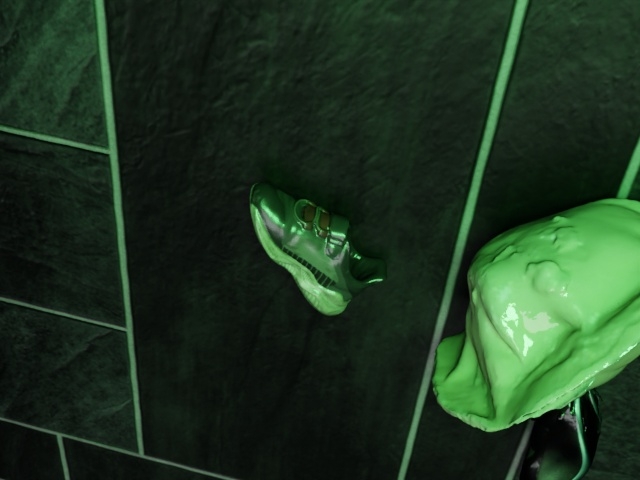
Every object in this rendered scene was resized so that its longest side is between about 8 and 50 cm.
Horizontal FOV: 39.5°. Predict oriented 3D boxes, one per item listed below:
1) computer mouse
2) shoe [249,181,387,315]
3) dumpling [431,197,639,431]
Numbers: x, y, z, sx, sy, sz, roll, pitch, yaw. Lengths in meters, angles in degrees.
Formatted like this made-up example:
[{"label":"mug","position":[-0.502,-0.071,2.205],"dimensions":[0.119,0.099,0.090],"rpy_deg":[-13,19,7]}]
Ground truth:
[{"label":"computer mouse","position":[0.346,0.269,1.258],"dimensions":[0.096,0.137,0.233],"rpy_deg":[14,132,10]},{"label":"shoe","position":[0.000,0.000,1.173],"dimensions":[0.112,0.099,0.227],"rpy_deg":[-21,125,23]},{"label":"dumpling","position":[0.285,0.095,1.006],"dimensions":[0.395,0.315,0.233],"rpy_deg":[-34,106,29]}]
